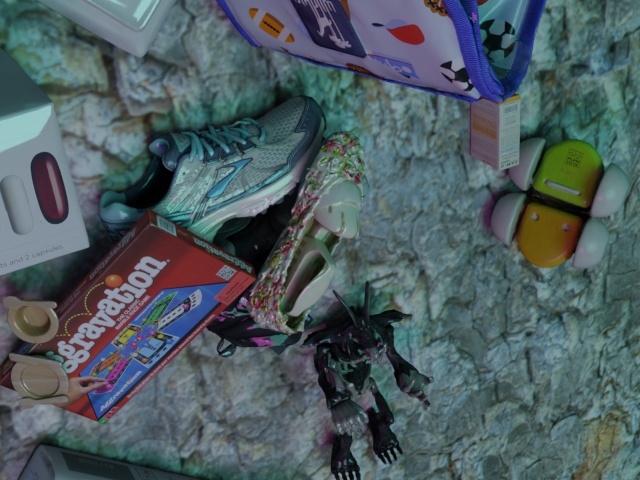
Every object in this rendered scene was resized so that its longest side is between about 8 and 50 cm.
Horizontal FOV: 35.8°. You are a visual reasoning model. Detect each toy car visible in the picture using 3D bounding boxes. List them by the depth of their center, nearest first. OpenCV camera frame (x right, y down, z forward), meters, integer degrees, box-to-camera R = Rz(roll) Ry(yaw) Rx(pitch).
[{"bbox_3d":[0.336,-0.055,1.373,0.136,0.159,0.181,-23,131,-63],"label":"toy car"}]

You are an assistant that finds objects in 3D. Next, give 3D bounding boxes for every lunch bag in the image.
[{"bbox_3d":[0.044,-0.331,0.903,0.239,0.328,0.385,-33,132,-41],"label":"lunch bag"}]

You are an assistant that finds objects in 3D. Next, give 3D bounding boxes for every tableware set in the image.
[{"bbox_3d":[-0.343,0.112,1.065,0.141,0.020,0.168,6,117,2],"label":"tableware set"}]

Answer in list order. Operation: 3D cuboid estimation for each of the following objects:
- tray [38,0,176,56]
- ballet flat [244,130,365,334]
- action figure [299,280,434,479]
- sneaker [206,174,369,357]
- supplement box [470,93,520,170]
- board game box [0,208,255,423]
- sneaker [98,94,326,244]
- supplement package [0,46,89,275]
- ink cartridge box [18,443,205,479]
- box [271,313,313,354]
[{"bbox_3d":[-0.242,-0.297,0.955,0.270,0.030,0.145,28,96,-38],"label":"tray"},{"bbox_3d":[0.000,0.000,1.088,0.091,0.077,0.240,14,106,-45],"label":"ballet flat"},{"bbox_3d":[0.067,0.196,1.322,0.164,0.141,0.275,-18,125,-21],"label":"action figure"},{"bbox_3d":[-0.041,0.030,1.188,0.269,0.101,0.153,-33,118,-7],"label":"sneaker"},{"bbox_3d":[0.228,-0.149,1.295,0.036,0.062,0.098,-19,123,-24],"label":"supplement box"},{"bbox_3d":[-0.217,0.094,1.098,0.145,0.027,0.281,31,117,-33],"label":"board game box"},{"bbox_3d":[-0.118,-0.078,1.092,0.283,0.110,0.122,-40,124,-8],"label":"sneaker"},{"bbox_3d":[-0.373,-0.053,0.886,0.262,0.204,0.145,-20,122,-21],"label":"supplement package"},{"bbox_3d":[-0.297,0.467,1.266,0.308,0.091,0.385,24,99,-37],"label":"ink cartridge box"},{"bbox_3d":[-0.057,0.099,1.272,0.067,0.018,0.083,-45,128,-5],"label":"box"}]
